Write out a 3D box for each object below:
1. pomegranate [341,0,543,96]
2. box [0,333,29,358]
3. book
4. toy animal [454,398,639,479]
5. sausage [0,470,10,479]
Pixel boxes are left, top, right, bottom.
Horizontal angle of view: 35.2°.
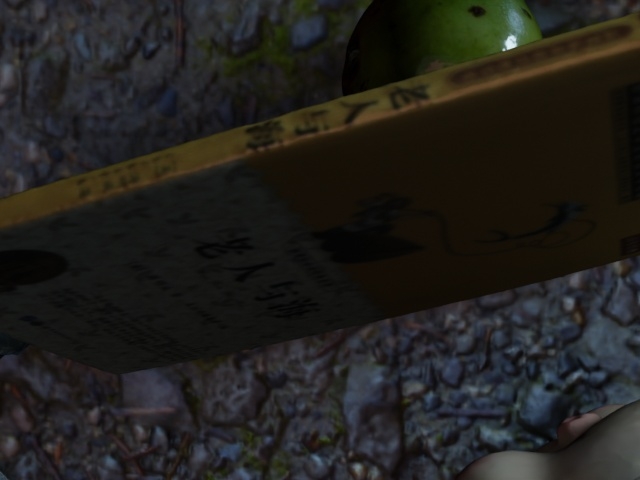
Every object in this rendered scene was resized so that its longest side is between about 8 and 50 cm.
[{"bbox_3d":[0.073,-0.086,0.559,0.130,0.130,0.130,2,104,8],"label":"pomegranate"},{"bbox_3d":[-0.232,0.041,0.661,0.099,0.074,0.054,44,116,-3],"label":"box"},{"bbox_3d":[0.000,0.000,0.532,0.389,0.269,0.032,-15,69,13],"label":"book"},{"bbox_3d":[0.145,0.191,0.525,0.278,0.345,0.246,15,121,39],"label":"toy animal"},{"bbox_3d":[-0.258,0.152,0.711,0.029,0.029,0.223,-41,95,15],"label":"sausage"}]
